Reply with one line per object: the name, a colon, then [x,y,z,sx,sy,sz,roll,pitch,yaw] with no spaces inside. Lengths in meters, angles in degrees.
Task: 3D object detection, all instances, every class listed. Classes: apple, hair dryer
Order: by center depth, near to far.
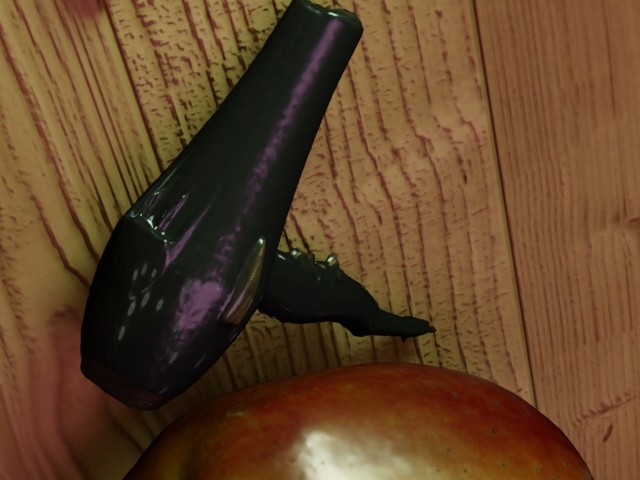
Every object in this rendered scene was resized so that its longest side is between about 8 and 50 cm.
hair dryer: [0.000,0.000,1.299,0.359,0.120,0.304,23,98,-53]
apple: [0.019,0.242,1.362,0.365,0.295,0.329,17,93,-39]
